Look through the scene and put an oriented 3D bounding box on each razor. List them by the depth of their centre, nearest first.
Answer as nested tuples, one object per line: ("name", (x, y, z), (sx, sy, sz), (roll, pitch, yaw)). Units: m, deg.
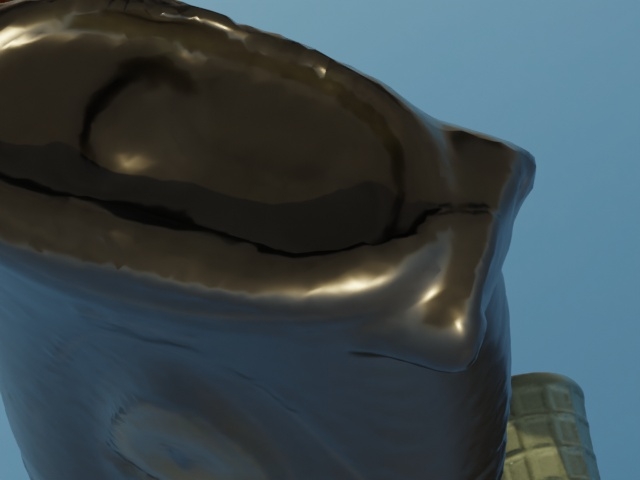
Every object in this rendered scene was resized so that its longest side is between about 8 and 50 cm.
("razor", (-0.030, 0.037, 0.667), (0.204, 0.349, 0.113), (17, -116, 9))

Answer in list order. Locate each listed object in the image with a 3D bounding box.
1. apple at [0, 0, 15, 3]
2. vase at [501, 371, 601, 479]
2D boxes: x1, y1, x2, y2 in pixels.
("apple", (-0.170, -0.086, 1.065), (0.168, 0.181, 0.181), (-46, -162, 20))
("vase", (0.195, 0.260, 1.496), (0.143, 0.143, 0.298), (-25, -124, 19))
